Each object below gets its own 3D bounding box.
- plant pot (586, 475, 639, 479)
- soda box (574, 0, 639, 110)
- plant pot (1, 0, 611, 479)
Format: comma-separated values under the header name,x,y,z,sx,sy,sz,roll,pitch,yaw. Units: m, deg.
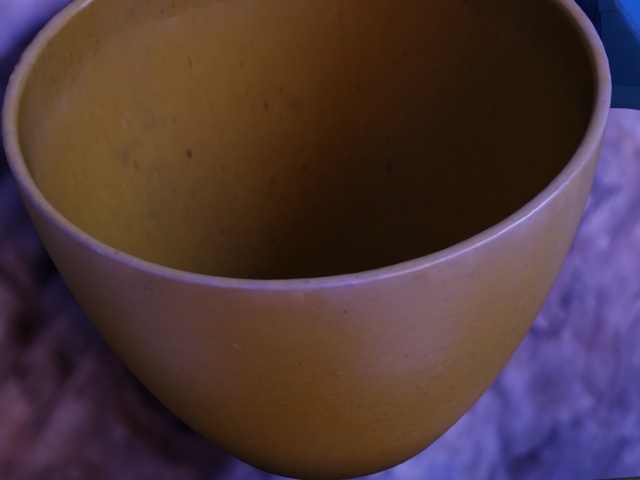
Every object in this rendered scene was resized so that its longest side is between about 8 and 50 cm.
name,x,y,z,sx,sy,sz,roll,pitch,yaw
plant pot,0.062,0.165,0.453,0.293,0.275,0.274,14,88,-21
soda box,0.122,-0.132,0.546,0.210,0.071,0.067,-49,120,-20
plant pot,0.000,0.000,0.459,0.134,0.134,0.095,-33,138,-27
